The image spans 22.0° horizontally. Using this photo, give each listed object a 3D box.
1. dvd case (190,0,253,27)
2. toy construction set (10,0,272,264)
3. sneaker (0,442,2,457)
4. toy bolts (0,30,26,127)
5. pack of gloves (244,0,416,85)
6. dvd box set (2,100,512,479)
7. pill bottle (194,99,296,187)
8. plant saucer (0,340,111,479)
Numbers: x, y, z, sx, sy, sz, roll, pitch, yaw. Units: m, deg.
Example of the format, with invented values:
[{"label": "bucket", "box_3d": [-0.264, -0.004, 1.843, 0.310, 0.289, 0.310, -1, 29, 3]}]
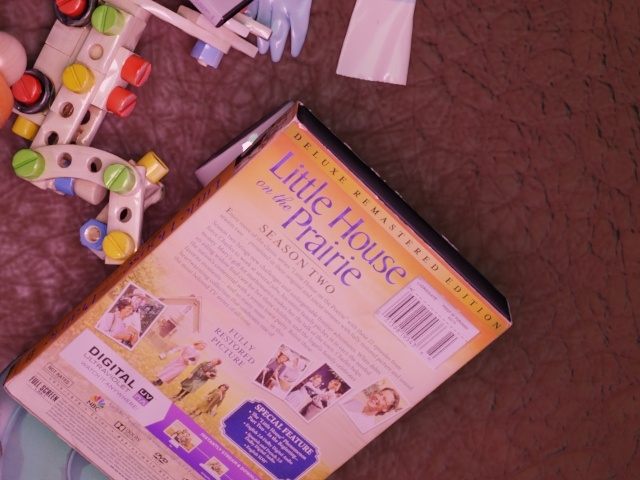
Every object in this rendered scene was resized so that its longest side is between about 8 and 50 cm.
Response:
[{"label": "dvd case", "box_3d": [-0.137, -0.359, 1.725, 0.253, 0.022, 0.180, 46, 53, -1]}, {"label": "toy construction set", "box_3d": [-0.199, -0.149, 1.714, 0.215, 0.151, 0.327, 28, 77, 17]}, {"label": "sneaker", "box_3d": [-0.514, 0.249, 1.677, 0.385, 0.145, 0.147, -11, 99, -1]}, {"label": "toy bolts", "box_3d": [-0.411, -0.150, 1.698, 0.228, 0.218, 0.158, 32, 62, 14]}, {"label": "pack of gloves", "box_3d": [0.020, -0.299, 1.800, 0.195, 0.046, 0.232, 8, 90, -10]}, {"label": "dvd box set", "box_3d": [-0.065, 0.104, 1.648, 0.307, 0.062, 0.420, 42, 109, -17]}, {"label": "pill bottle", "box_3d": [0.000, 0.000, 1.748, 0.162, 0.162, 0.278, -38, 98, -6]}, {"label": "plant saucer", "box_3d": [-0.223, 0.247, 1.780, 0.318, 0.044, 0.317, 0, 91, -9]}]
